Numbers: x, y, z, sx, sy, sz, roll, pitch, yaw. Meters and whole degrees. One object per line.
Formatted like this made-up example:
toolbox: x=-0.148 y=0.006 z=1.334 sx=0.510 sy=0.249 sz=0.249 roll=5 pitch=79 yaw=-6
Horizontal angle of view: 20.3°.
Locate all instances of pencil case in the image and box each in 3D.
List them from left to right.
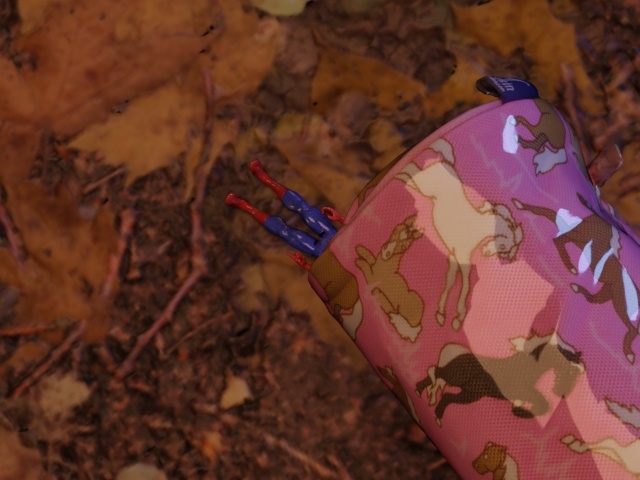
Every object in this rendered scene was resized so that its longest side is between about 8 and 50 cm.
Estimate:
pencil case: x=0.167 y=0.104 z=0.876 sx=0.167 sy=0.160 sz=0.386 roll=-41 pitch=75 yaw=7

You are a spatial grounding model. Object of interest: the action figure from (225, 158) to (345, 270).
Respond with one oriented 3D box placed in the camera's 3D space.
action figure: x=0.000 y=0.000 z=0.996 sx=0.115 sy=0.030 sz=0.038 roll=35 pitch=85 yaw=13
